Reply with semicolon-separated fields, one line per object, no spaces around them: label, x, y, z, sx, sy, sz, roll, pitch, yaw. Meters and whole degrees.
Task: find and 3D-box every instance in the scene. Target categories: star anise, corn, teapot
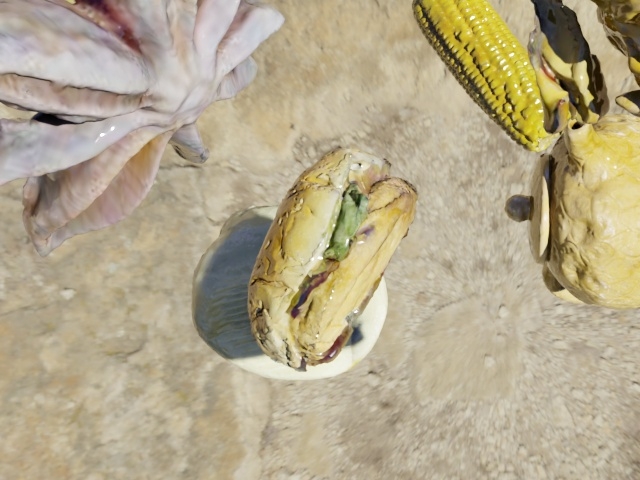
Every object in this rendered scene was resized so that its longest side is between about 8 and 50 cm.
star anise;-0.114;-0.103;0.499;0.198;0.257;0.110;-41;70;-12
corn;0.261;-0.288;1.490;0.120;0.120;0.363;-36;63;6
teapot;0.280;-0.024;1.010;0.167;0.311;0.203;3;56;10

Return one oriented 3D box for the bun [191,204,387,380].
bun;-0.034;0.051;1.086;0.230;0.229;0.145;-8;40;10

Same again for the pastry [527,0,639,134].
pastry;0.199;-0.088;0.430;0.250;0.154;0.102;42;52;12

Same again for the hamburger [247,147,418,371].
hamburger;0.002;-0.006;0.653;0.087;0.102;0.176;27;71;20
